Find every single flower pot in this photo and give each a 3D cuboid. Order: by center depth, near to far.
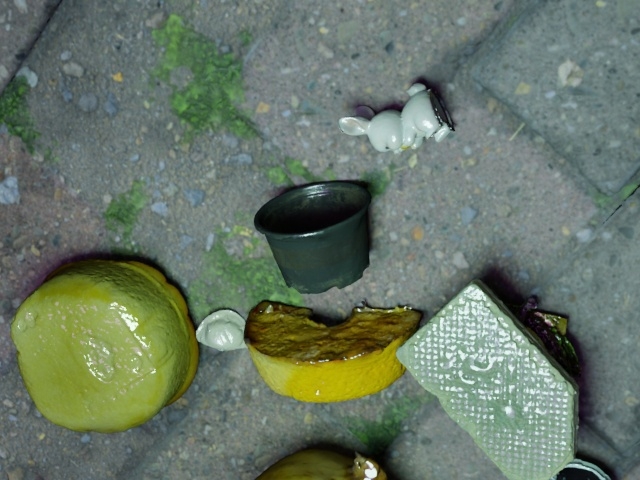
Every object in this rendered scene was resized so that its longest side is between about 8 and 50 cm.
[{"bbox_3d":[0.000,0.000,1.430,0.157,0.157,0.107,-4,119,20],"label":"flower pot"}]

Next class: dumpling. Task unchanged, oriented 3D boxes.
[{"bbox_3d":[-0.139,0.130,1.568,0.077,0.043,0.060,9,87,19],"label":"dumpling"}]

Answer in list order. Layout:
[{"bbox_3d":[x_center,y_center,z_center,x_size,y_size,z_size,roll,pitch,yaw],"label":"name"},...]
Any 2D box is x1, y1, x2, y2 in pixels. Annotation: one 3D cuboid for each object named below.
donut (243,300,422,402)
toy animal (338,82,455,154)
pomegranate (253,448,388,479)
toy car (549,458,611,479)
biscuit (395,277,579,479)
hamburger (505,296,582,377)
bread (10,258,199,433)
[{"bbox_3d":[-0.001,0.155,1.467,0.259,0.152,0.101,4,114,20],"label":"donut"},{"bbox_3d":[0.100,-0.147,1.386,0.124,0.071,0.085,-23,98,23],"label":"toy animal"},{"bbox_3d":[-0.010,0.428,1.478,0.307,0.307,0.307,5,108,17],"label":"pomegranate"},{"bbox_3d":[0.326,0.379,1.475,0.095,0.056,0.205,29,116,9],"label":"toy car"},{"bbox_3d":[0.226,0.186,1.352,0.150,0.052,0.252,-43,88,22],"label":"biscuit"},{"bbox_3d":[0.245,0.162,1.418,0.189,0.093,0.164,-5,104,18],"label":"hamburger"},{"bbox_3d":[-0.317,0.156,1.578,0.269,0.148,0.270,5,111,14],"label":"bread"}]
